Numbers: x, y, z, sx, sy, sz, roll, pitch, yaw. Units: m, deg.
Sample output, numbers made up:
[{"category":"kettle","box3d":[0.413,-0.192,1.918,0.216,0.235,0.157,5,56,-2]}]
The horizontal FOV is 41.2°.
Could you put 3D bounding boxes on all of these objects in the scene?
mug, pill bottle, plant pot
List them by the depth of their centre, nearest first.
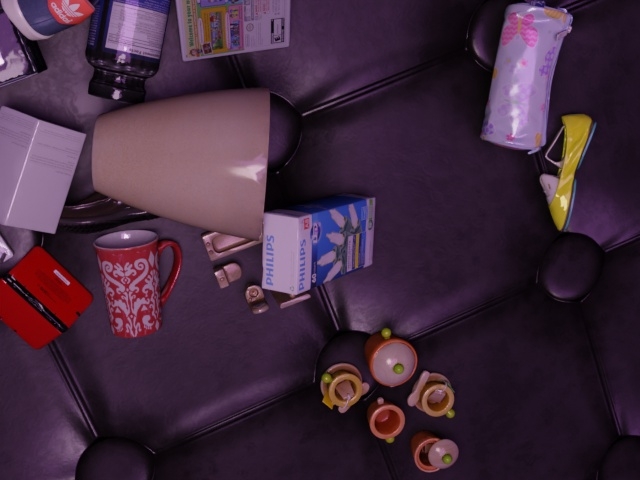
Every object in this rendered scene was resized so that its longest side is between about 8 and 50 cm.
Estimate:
[{"category":"plant pot","box3d":[-0.229,-0.134,1.404,0.273,0.256,0.257,3,102,-7]},{"category":"pill bottle","box3d":[-0.320,-0.341,1.406,0.122,0.123,0.219,10,101,-15]},{"category":"mug","box3d":[-0.317,0.076,1.511,0.150,0.113,0.169,-6,107,-10]}]

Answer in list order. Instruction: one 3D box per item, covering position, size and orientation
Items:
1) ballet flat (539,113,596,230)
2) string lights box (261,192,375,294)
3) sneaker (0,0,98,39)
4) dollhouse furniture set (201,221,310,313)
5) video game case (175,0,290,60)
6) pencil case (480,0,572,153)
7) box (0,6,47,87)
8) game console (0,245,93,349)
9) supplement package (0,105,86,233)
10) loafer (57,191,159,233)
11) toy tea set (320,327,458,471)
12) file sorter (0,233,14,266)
[{"category":"ballet flat","box3d":[0.475,-0.138,1.675,0.077,0.077,0.231,15,97,5]},{"category":"string lights box","box3d":[0.000,0.000,1.503,0.259,0.076,0.133,-19,114,-56]},{"category":"sneaker","box3d":[-0.351,-0.452,1.284,0.148,0.350,0.131,-8,149,25]},{"category":"dollhouse furniture set","box3d":[-0.119,0.045,1.541,0.144,0.123,0.151,-20,106,-8]},{"category":"video game case","box3d":[-0.145,-0.398,1.420,0.193,0.023,0.212,-11,145,-11]},{"category":"pencil case","box3d":[0.381,-0.303,1.584,0.124,0.113,0.273,12,101,7]},{"category":"box","box3d":[-0.523,-0.290,1.325,0.153,0.207,0.108,-21,107,-7]},{"category":"game console","box3d":[-0.506,0.103,1.521,0.144,0.085,0.124,48,58,-19]},{"category":"supplement package","box3d":[-0.482,-0.114,1.403,0.105,0.105,0.179,15,95,-58]},{"category":"loafer","box3d":[-0.362,-0.066,1.492,0.220,0.080,0.078,-11,82,-20]},{"category":"toy tea set","box3d":[0.169,0.325,1.673,0.336,0.124,0.200,40,91,-18]},{"category":"file sorter","box3d":[-0.683,0.033,1.380,0.277,0.173,0.193,-31,107,-4]}]
